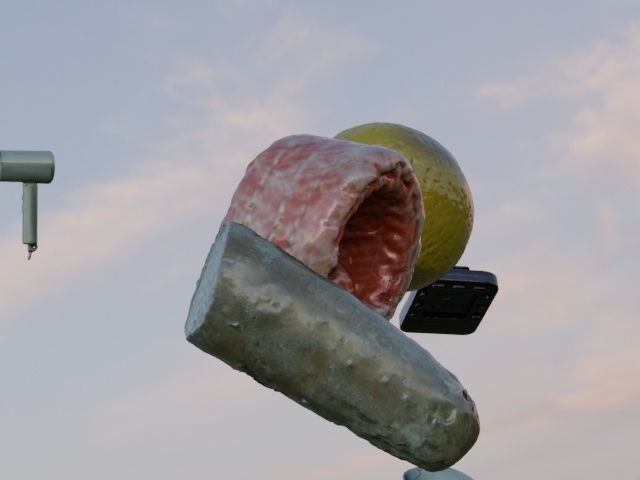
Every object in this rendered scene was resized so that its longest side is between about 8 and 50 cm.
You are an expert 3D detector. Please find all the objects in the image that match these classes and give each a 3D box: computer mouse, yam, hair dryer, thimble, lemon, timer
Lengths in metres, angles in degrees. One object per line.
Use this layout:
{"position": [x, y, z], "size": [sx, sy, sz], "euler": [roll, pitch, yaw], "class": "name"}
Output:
{"position": [0.220, 0.387, 2.128], "size": [0.229, 0.068, 0.113], "euler": [35, 2, -21], "class": "computer mouse"}
{"position": [0.008, 0.114, 1.428], "size": [0.330, 0.133, 0.133], "euler": [33, -22, 5], "class": "yam"}
{"position": [-0.334, -0.040, 1.645], "size": [0.063, 0.124, 0.038], "euler": [0, -2, -20], "class": "hair dryer"}
{"position": [0.000, 0.000, 1.679], "size": [0.162, 0.239, 0.239], "euler": [18, -4, 32], "class": "thimble"}
{"position": [0.096, -0.047, 2.118], "size": [0.267, 0.267, 0.267], "euler": [-8, -20, -3], "class": "lemon"}
{"position": [0.224, 0.104, 2.567], "size": [0.144, 0.055, 0.187], "euler": [4, -33, -10], "class": "timer"}
